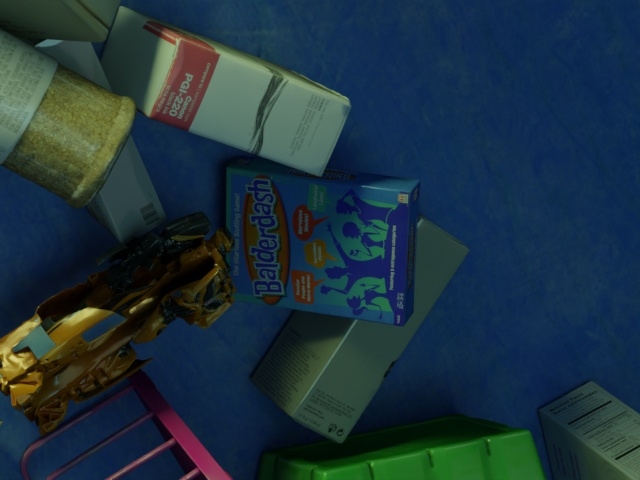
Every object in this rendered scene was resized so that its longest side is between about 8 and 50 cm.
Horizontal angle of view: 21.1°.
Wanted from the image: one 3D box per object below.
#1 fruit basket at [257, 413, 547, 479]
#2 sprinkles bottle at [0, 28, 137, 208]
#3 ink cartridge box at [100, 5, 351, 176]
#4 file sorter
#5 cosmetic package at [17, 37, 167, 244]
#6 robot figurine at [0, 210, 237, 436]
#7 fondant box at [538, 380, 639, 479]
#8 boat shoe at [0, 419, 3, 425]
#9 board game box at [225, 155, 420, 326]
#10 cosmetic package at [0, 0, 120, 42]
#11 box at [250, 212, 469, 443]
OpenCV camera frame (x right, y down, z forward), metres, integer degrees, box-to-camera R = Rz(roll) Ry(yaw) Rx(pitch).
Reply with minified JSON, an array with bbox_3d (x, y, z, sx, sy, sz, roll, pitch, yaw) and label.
[{"bbox_3d":[0.097,0.415,2.080,0.392,0.283,0.392,-1,93,-28],"label":"fruit basket"},{"bbox_3d":[-0.349,-0.160,1.587,0.355,0.121,0.121,28,94,-15],"label":"sprinkles bottle"},{"bbox_3d":[-0.101,-0.154,1.773,0.218,0.158,0.092,16,100,-33],"label":"ink cartridge box"},{"bbox_3d":[-0.177,0.317,1.848,0.182,0.291,0.202,-33,123,-11],"label":"file sorter"},{"bbox_3d":[-0.240,-0.119,1.747,0.060,0.099,0.239,-29,121,-14],"label":"cosmetic package"},{"bbox_3d":[-0.207,0.084,1.816,0.291,0.085,0.211,-34,159,-6],"label":"robot figurine"},{"bbox_3d":[0.425,0.357,2.183,0.096,0.330,0.238,-26,121,-17],"label":"fondant box"},{"bbox_3d":[-0.402,0.226,1.829,0.137,0.049,0.043,-38,85,-11],"label":"boat shoe"},{"bbox_3d":[0.000,0.000,1.883,0.047,0.210,0.160,-48,142,-62],"label":"board game box"},{"bbox_3d":[-0.313,-0.302,1.522,0.309,0.160,0.113,42,60,-54],"label":"cosmetic package"},{"bbox_3d":[0.044,0.087,1.988,0.094,0.113,0.275,33,93,-36],"label":"box"}]
